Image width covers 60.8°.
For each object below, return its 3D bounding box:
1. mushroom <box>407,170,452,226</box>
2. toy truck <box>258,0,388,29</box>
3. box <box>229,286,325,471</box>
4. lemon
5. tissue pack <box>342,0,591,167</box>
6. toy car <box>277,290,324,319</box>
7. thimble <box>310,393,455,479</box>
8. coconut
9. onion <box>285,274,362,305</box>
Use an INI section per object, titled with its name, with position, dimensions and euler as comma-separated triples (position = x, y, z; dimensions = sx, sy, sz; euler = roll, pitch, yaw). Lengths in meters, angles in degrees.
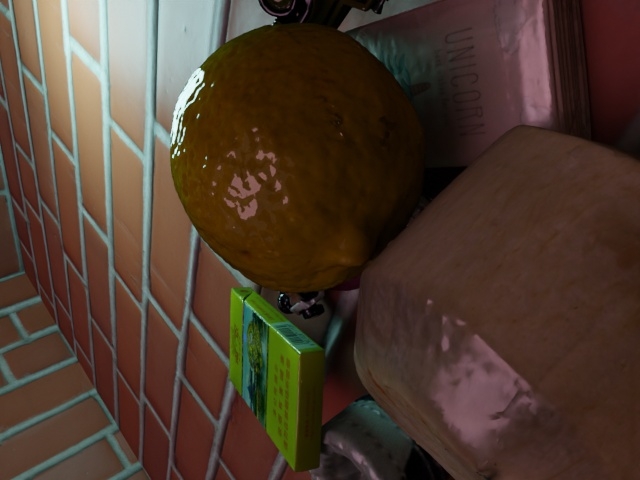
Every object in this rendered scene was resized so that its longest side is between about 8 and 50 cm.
[mushroom]
position = 0.125, -0.037, 0.640
dimensions = 0.123, 0.052, 0.123
euler = 30, 156, 15
[toy truck]
position = 0.049, -0.310, 0.540
dimensions = 0.127, 0.127, 0.257
euler = 40, 129, -6
[box]
position = -0.086, 0.209, 0.911
dimensions = 0.335, 0.047, 0.186
euler = -156, 65, -62
[lemon]
position = -0.023, -0.081, 0.538
dimensions = 0.267, 0.267, 0.267
euler = 27, 128, 41
[tissue pack]
position = 0.112, -0.162, 0.595
dimensions = 0.326, 0.071, 0.169
euler = 6, 112, 50
[toy car]
position = -0.048, 0.052, 0.905
dimensions = 0.170, 0.070, 0.080
euler = 60, 143, 12
[thimble]
position = 0.090, 0.360, 0.836
dimensions = 0.237, 0.150, 0.237
euler = 30, 131, 42
[coconut]
position = 0.192, 0.065, 0.444
dimensions = 0.323, 0.323, 0.322
euler = 27, 128, 41
[onion]
position = 0.006, -0.008, 0.735
dimensions = 0.177, 0.154, 0.177
euler = 28, 133, 35
